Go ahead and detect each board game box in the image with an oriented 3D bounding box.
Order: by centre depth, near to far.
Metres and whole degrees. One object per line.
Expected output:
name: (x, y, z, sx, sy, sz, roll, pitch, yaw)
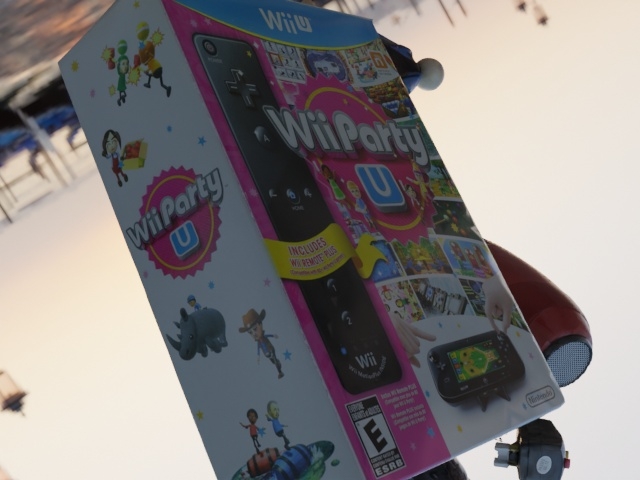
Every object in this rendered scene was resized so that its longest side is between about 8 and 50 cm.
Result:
board game box: (0.000, 0.000, 0.594, 0.097, 0.303, 0.224, -35, 163, 34)

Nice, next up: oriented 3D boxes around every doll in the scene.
doll: (0.060, -0.197, 1.046, 0.046, 0.189, 0.129, -53, -137, 29)

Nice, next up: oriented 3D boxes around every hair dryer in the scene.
hair dryer: (0.108, 0.056, 0.768, 0.080, 0.224, 0.293, -68, 173, 25)

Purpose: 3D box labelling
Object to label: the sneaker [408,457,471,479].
sneaker: (0.031, 0.215, 0.926, 0.269, 0.153, 0.101, -19, 179, 44)
